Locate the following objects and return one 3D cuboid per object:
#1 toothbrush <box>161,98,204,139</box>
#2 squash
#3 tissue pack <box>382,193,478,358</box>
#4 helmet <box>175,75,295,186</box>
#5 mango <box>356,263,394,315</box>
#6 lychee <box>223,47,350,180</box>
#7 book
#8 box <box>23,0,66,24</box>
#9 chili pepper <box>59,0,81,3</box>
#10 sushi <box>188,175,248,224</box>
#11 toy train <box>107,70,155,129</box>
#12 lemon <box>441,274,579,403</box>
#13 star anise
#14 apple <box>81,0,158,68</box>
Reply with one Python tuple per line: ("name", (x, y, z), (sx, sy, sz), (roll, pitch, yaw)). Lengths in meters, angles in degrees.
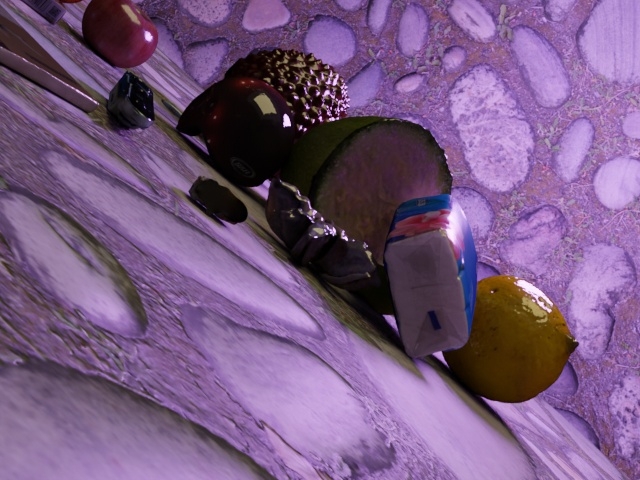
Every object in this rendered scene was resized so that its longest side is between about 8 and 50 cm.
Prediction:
("toothbrush", (-0.255, -0.225, 1.874), (0.193, 0.013, 0.019), (42, 13, -1))
("squash", (0.043, -0.126, 1.742), (0.310, 0.310, 0.309), (38, 1, -38))
("tissue pack", (0.192, 0.051, 1.529), (0.269, 0.137, 0.209), (-57, 137, -72))
("helmet", (-0.144, -0.203, 1.681), (0.189, 0.193, 0.216), (40, 34, -36))
("mango", (0.098, 0.077, 1.621), (0.165, 0.074, 0.091), (37, 8, -46))
("lychee", (-0.091, -0.282, 2.031), (0.306, 0.330, 0.306), (58, -17, 29))
("book", (-0.412, -0.278, 1.067), (0.310, 0.021, 0.217), (43, 5, 21))
("box", (-0.527, -0.450, 1.560), (0.207, 0.041, 0.050), (37, 10, -44))
("chili pepper", (-0.558, -0.621, 1.776), (0.251, 0.229, 0.305), (60, 9, 16))
("sushi", (-0.135, -0.047, 1.162), (0.083, 0.044, 0.046), (41, -17, -28))
("toy train", (-0.259, -0.182, 1.245), (0.052, 0.051, 0.234), (40, 9, -22))
("lemon", (0.339, 0.179, 1.702), (0.228, 0.228, 0.253), (37, 4, -46))
("star anise", (0.000, 0.000, 1.419), (0.236, 0.093, 0.229), (44, 4, 2))
("apple", (-0.396, -0.410, 1.790), (0.153, 0.120, 0.153), (47, 6, -7))
